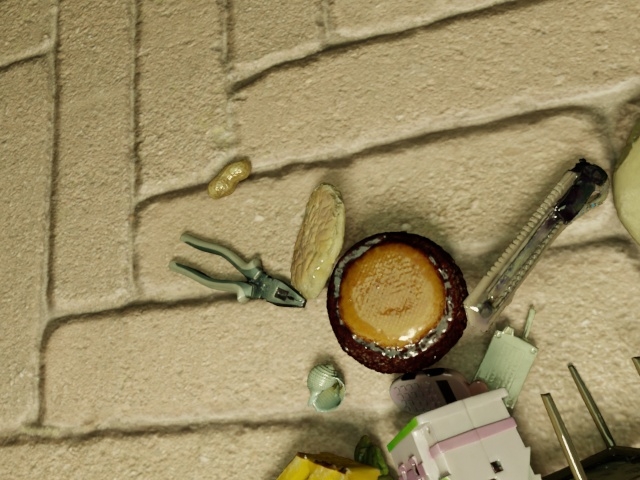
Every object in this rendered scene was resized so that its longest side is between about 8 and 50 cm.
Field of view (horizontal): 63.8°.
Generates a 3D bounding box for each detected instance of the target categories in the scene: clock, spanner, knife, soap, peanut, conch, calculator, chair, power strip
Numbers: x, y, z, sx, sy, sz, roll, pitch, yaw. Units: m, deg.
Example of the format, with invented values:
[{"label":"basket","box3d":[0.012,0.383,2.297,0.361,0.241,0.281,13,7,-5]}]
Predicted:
[{"label":"clock","box3d":[0.227,0.389,0.691,0.166,0.235,0.310,-13,61,-12]},{"label":"spanner","box3d":[-0.169,0.070,1.040,0.324,0.040,0.096,20,84,23]},{"label":"knife","box3d":[0.352,0.002,0.816,0.089,0.043,0.365,46,76,-7]},{"label":"soap","box3d":[-0.010,0.436,0.813,0.257,0.080,0.160,-54,46,19]},{"label":"peanut","box3d":[-0.195,-0.130,1.095,0.113,0.054,0.054,-42,67,4]},{"label":"conch","box3d":[0.011,0.261,0.923,0.076,0.056,0.085,25,116,6]},{"label":"calculator","box3d":[0.193,0.250,0.844,0.166,0.103,0.024,-14,27,28]},{"label":"chair","box3d":[0.389,0.318,0.703,0.188,0.166,0.272,-16,76,-14]},{"label":"power strip","box3d":[0.311,0.190,0.844,0.075,0.042,0.175,26,87,22]}]

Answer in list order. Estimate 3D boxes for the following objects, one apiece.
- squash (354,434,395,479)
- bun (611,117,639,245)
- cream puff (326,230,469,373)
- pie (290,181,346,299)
[{"label":"squash","box3d":[0.108,0.467,0.820,0.137,0.137,0.287,-35,56,7]},{"label":"bun","box3d":[0.626,-0.115,0.732,0.364,0.202,0.364,-4,77,17]},{"label":"cream puff","box3d":[0.128,0.105,0.862,0.239,0.165,0.239,-5,75,17]},{"label":"pie","box3d":[-0.003,-0.001,0.936,0.052,0.185,0.218,15,81,-15]}]
